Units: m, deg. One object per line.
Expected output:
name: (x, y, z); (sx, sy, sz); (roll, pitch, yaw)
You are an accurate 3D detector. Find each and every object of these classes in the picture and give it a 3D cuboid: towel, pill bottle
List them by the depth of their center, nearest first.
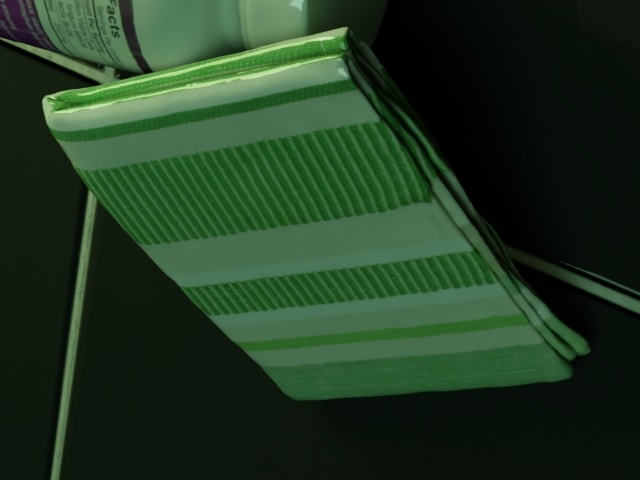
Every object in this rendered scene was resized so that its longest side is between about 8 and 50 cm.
pill bottle: (-0.113, -0.189, 0.999); (0.301, 0.169, 0.169); (16, 121, 21)
towel: (0.000, 0.000, 1.024); (0.248, 0.038, 0.325); (-8, 140, 33)
